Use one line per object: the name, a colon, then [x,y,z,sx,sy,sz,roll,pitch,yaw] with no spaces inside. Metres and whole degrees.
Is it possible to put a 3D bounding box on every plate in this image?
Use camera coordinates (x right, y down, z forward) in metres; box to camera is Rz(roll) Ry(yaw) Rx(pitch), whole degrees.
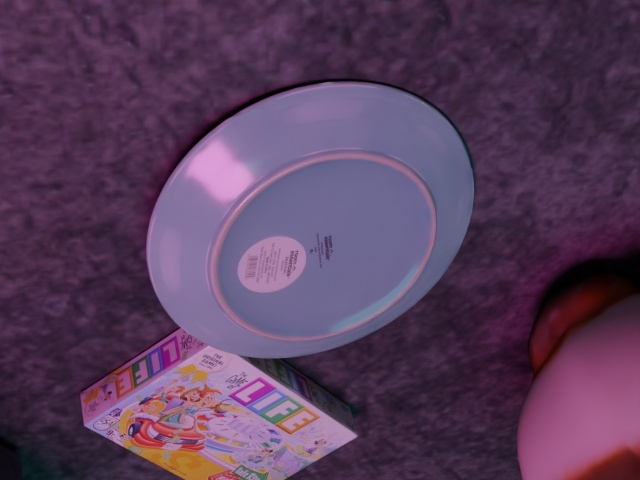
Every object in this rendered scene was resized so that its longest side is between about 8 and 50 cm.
plate: [0.000,0.000,0.670,0.188,0.024,0.188,-12,132,-14]

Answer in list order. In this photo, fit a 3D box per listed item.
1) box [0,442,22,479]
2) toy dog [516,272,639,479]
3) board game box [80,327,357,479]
box: [-0.253,0.211,0.664,0.142,0.247,0.163,-30,137,11]
toy dog: [0.317,0.150,0.769,0.408,0.284,0.395,4,134,-19]
board game box: [-0.061,0.111,0.786,0.103,0.026,0.154,-34,136,17]
